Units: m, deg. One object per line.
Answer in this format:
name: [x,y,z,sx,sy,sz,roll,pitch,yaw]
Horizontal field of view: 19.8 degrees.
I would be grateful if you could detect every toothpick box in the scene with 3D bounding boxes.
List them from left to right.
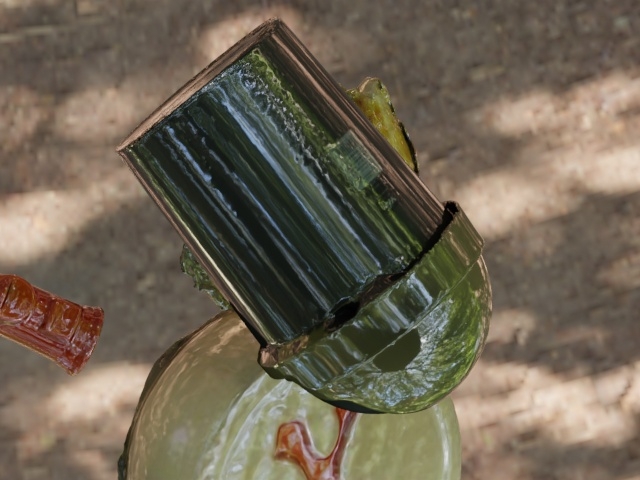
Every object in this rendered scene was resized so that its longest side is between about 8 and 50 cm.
toothpick box: [-0.179,0.047,1.124,0.083,0.047,0.047,26,130,-20]

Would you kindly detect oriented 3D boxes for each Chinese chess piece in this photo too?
Chinese chess piece: [-0.024,0.219,1.732,0.338,0.140,0.338,-8,104,-33]

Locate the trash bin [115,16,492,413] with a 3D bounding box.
trash bin: [0.000,0.000,1.503,0.214,0.214,0.334,-36,101,28]

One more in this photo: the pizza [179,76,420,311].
pizza: [0.037,-0.002,1.998,0.080,0.392,0.435,-13,136,33]
